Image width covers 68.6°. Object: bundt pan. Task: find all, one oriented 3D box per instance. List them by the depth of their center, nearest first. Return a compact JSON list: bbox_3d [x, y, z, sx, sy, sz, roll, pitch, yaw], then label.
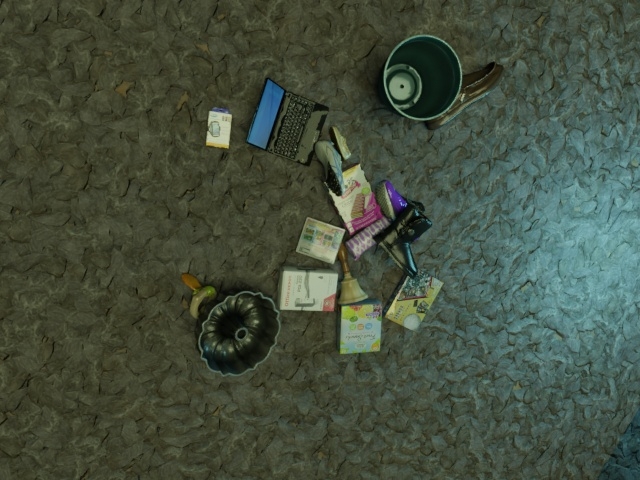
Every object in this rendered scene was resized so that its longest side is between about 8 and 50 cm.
[{"bbox_3d":[-0.318,0.326,1.738,0.331,0.124,0.331,-10,108,-34],"label":"bundt pan"}]

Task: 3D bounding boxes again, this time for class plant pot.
[{"bbox_3d":[0.321,-0.563,1.674,0.271,0.255,0.271,-2,102,-9],"label":"plant pot"}]

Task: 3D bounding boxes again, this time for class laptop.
[{"bbox_3d":[-0.112,-0.414,1.669,0.264,0.136,0.234,18,97,-16],"label":"laptop"}]

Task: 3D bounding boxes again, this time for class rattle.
[{"bbox_3d":[-0.470,0.242,1.759,0.143,0.130,0.200,17,133,8],"label":"rattle"}]

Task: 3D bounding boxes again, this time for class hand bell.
[{"bbox_3d":[0.104,0.118,1.854,0.126,0.126,0.242,-12,92,-10],"label":"hand bell"}]

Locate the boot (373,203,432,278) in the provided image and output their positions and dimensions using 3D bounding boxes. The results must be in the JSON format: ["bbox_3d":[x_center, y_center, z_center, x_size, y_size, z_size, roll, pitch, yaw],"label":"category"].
[{"bbox_3d":[0.350,0.005,1.788,0.207,0.094,0.246,-41,106,8],"label":"boot"}]

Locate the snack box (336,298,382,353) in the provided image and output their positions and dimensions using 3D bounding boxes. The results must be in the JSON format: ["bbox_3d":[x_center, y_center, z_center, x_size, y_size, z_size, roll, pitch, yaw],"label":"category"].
[{"bbox_3d":[0.157,0.351,1.916,0.174,0.070,0.207,-2,103,-13],"label":"snack box"}]

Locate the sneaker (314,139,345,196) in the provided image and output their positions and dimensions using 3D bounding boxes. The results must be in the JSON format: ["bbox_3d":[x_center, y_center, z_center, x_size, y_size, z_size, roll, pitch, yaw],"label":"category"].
[{"bbox_3d":[0.051,-0.269,1.716,0.086,0.085,0.237,-10,67,-24],"label":"sneaker"}]

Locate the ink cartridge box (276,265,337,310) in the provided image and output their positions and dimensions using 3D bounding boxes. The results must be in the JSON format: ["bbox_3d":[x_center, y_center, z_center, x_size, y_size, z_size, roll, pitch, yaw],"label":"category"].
[{"bbox_3d":[-0.053,0.186,1.824,0.218,0.092,0.158,4,100,-12],"label":"ink cartridge box"}]

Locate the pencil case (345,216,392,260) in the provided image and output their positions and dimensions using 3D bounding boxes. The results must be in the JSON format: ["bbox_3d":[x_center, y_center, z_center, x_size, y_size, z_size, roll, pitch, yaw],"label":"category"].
[{"bbox_3d":[0.196,-0.010,1.843,0.206,0.086,0.088,-33,76,-3],"label":"pencil case"}]

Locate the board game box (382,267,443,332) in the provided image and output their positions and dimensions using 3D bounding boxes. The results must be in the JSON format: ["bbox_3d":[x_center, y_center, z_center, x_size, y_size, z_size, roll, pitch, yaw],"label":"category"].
[{"bbox_3d":[0.385,0.242,1.961,0.165,0.042,0.243,28,94,-17],"label":"board game box"}]

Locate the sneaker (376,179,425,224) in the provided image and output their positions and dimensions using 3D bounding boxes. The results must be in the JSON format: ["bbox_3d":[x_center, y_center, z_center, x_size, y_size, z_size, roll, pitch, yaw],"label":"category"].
[{"bbox_3d":[0.330,-0.128,1.850,0.146,0.102,0.293,-30,113,-6],"label":"sneaker"}]

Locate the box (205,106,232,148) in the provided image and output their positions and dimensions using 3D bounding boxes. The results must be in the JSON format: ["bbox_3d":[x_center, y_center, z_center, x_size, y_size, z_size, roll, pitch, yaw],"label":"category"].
[{"bbox_3d":[-0.361,-0.402,1.671,0.081,0.028,0.136,6,97,-14],"label":"box"}]

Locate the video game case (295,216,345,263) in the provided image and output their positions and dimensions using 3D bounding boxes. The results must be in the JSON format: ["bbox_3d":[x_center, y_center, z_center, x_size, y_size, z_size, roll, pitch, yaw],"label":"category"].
[{"bbox_3d":[0.000,0.000,1.815,0.157,0.019,0.143,19,96,2],"label":"video game case"}]

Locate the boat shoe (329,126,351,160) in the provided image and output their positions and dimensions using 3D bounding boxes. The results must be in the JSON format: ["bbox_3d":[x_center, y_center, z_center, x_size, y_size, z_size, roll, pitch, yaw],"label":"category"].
[{"bbox_3d":[0.075,-0.370,1.770,0.045,0.050,0.135,-28,108,-19],"label":"boat shoe"}]

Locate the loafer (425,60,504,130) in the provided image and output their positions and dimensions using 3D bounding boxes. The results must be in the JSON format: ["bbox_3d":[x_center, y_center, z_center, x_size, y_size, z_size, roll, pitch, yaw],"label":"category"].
[{"bbox_3d":[0.538,-0.575,1.788,0.366,0.134,0.130,-38,104,-2],"label":"loafer"}]

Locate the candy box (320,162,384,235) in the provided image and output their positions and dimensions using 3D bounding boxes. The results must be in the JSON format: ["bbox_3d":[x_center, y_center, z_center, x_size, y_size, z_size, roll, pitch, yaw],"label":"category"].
[{"bbox_3d":[0.124,-0.160,1.807,0.159,0.071,0.233,-29,105,-5],"label":"candy box"}]
